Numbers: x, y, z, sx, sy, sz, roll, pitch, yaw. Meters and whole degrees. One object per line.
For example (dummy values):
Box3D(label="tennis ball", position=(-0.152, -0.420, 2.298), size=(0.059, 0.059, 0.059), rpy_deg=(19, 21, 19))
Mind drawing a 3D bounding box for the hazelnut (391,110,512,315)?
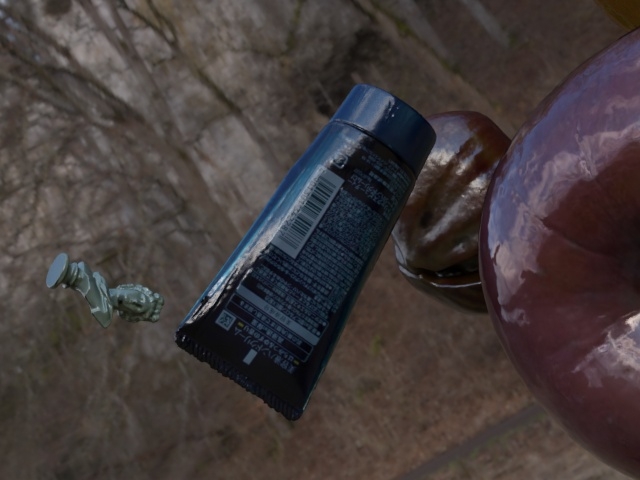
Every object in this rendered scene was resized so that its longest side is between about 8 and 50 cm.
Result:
Box3D(label="hazelnut", position=(0.168, -0.028, 1.245), size=(0.217, 0.252, 0.217), rpy_deg=(-25, 14, 7))

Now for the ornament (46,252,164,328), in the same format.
Box3D(label="ornament", position=(-0.178, 0.044, 0.844), size=(0.041, 0.068, 0.092), rpy_deg=(-56, -28, 9))

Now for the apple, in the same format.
Box3D(label="apple", position=(0.243, 0.008, 0.588), size=(0.235, 0.306, 0.305), rpy_deg=(-15, -20, -44))

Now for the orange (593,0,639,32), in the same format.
Box3D(label="orange", position=(0.335, -0.285, 0.947), size=(0.334, 0.263, 0.196), rpy_deg=(0, -32, -46))

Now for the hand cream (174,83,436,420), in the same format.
Box3D(label="hand cream", position=(0.000, 0.000, 0.839), size=(0.271, 0.120, 0.061), rpy_deg=(-60, 15, -20))
